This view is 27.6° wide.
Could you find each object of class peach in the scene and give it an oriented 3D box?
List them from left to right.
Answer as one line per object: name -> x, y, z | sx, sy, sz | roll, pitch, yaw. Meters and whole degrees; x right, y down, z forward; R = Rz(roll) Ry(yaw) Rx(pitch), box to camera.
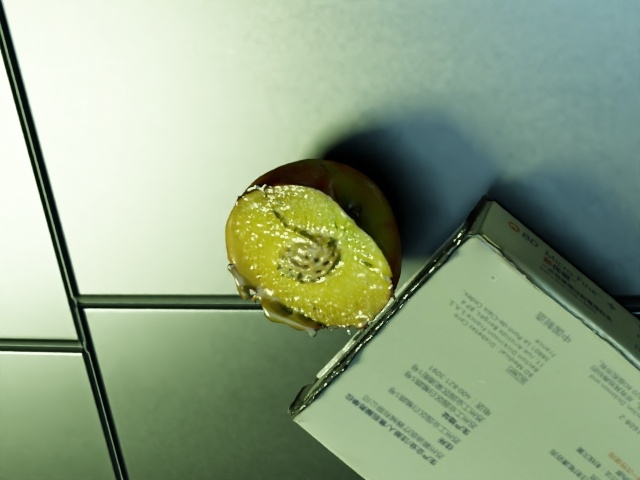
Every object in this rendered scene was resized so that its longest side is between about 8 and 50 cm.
peach -> 0.001, 0.000, 0.669 | 0.098, 0.061, 0.098 | 17, 131, 21

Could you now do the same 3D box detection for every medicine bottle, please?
medicine bottle -> 0.106, 0.099, 0.684 | 0.201, 0.052, 0.171 | 38, 122, -2
